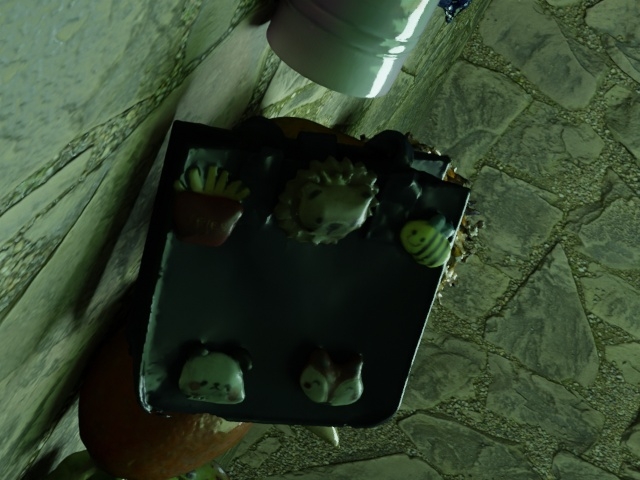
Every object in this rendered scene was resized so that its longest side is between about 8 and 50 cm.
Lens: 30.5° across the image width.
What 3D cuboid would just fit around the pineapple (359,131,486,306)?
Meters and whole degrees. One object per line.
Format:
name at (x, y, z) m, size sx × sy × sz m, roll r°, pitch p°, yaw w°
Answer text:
pineapple at (0.129, -0.032, 2.145) m, size 0.352 × 0.352 × 0.300 m, roll -61°, pitch 175°, yaw 20°

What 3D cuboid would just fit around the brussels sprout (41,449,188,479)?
brussels sprout at (-0.257, 0.400, 1.417) m, size 0.328 × 0.327 × 0.247 m, roll -49°, pitch 144°, yaw -58°

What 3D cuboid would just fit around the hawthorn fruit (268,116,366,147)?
hawthorn fruit at (0.000, 0.000, 1.416) m, size 0.268 × 0.300 × 0.268 m, roll -54°, pitch 155°, yaw -41°

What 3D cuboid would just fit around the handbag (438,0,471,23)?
handbag at (0.245, -0.488, 1.924) m, size 0.260 × 0.113 × 0.162 m, roll -57°, pitch -179°, yaw -27°

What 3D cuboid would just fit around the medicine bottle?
medicine bottle at (0.059, -0.286, 1.177) m, size 0.254 × 0.152 × 0.152 m, roll -62°, pitch 173°, yaw 29°

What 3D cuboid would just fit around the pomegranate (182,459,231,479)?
pomegranate at (-0.292, 0.519, 2.120) m, size 0.306 × 0.242 × 0.242 m, roll -29°, pitch 157°, yaw -36°

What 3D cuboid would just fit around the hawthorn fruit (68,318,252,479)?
hawthorn fruit at (-0.196, 0.193, 1.364) m, size 0.251 × 0.199 × 0.199 m, roll -41°, pitch 167°, yaw -24°

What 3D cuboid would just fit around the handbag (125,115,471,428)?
handbag at (-0.029, 0.036, 1.202) m, size 0.122 × 0.303 × 0.329 m, roll -116°, pitch -142°, yaw -55°

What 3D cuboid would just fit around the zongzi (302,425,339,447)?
zongzi at (-0.034, 0.149, 1.884) m, size 0.145 × 0.300 × 0.274 m, roll -44°, pitch -171°, yaw 49°
